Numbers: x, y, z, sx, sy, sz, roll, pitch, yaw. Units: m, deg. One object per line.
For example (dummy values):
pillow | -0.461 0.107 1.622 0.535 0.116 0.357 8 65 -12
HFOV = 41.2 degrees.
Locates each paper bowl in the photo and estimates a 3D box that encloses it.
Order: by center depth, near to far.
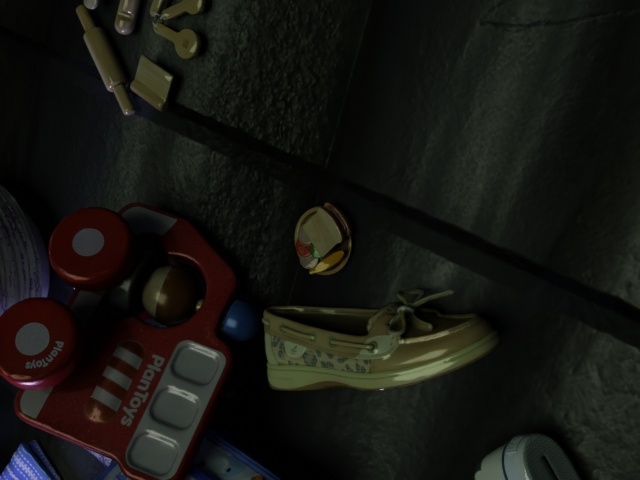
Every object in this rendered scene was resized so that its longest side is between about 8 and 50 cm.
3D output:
paper bowl | -0.505 0.044 1.228 0.284 0.148 0.284 5 99 34

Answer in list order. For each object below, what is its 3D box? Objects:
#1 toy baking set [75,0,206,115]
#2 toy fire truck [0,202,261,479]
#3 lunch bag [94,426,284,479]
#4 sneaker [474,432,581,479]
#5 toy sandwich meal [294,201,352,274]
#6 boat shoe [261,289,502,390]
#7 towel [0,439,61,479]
toy baking set | -0.228 -0.288 1.064 0.196 0.030 0.256 -37 76 30
toy fire truck | -0.212 0.112 1.000 0.253 0.169 0.302 21 66 10
lunch bag | -0.153 0.327 0.961 0.303 0.243 0.115 23 151 46
sneaker | 0.234 0.308 0.805 0.091 0.094 0.258 -41 69 51
toy sandwich meal | 0.000 0.000 0.944 0.085 0.029 0.086 6 100 34
boat shoe | 0.047 0.100 0.881 0.285 0.104 0.089 -12 93 36
towel | -0.473 0.498 1.339 0.243 0.040 0.336 51 121 17
